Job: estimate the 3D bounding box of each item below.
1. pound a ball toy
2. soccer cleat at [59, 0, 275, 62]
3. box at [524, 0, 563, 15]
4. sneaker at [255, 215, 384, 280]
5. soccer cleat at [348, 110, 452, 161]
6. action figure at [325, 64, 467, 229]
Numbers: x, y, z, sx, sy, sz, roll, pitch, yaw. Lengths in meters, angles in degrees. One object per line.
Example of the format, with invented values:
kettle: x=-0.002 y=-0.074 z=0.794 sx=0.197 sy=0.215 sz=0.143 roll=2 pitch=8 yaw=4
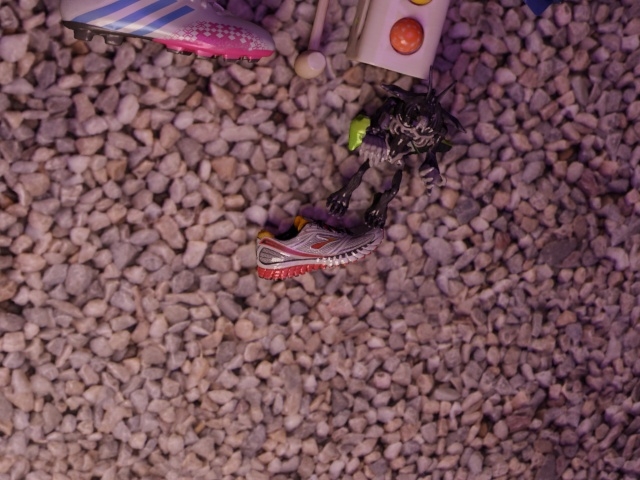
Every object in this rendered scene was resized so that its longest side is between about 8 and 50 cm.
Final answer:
pound a ball toy: x=0.102 y=-0.388 z=1.604 sx=0.208 sy=0.136 sz=0.319 roll=13 pitch=98 yaw=-18
soccer cleat: x=-0.222 y=-0.353 z=1.533 sx=0.331 sy=0.116 sz=0.143 roll=6 pitch=101 yaw=-16
box: x=0.415 y=-0.502 z=1.717 sx=0.225 sy=0.036 sz=0.136 roll=-43 pitch=109 yaw=-1
sneaker: x=0.000 y=0.000 z=1.691 sx=0.225 sy=0.088 sz=0.093 roll=-13 pitch=100 yaw=-14
soccer cleat: x=0.132 y=-0.165 z=1.709 sx=0.178 sy=0.060 sz=0.072 roll=11 pitch=109 yaw=-11
action figure: x=0.127 y=-0.136 z=1.614 sx=0.164 sy=0.141 sz=0.276 roll=24 pitch=121 yaw=-15
